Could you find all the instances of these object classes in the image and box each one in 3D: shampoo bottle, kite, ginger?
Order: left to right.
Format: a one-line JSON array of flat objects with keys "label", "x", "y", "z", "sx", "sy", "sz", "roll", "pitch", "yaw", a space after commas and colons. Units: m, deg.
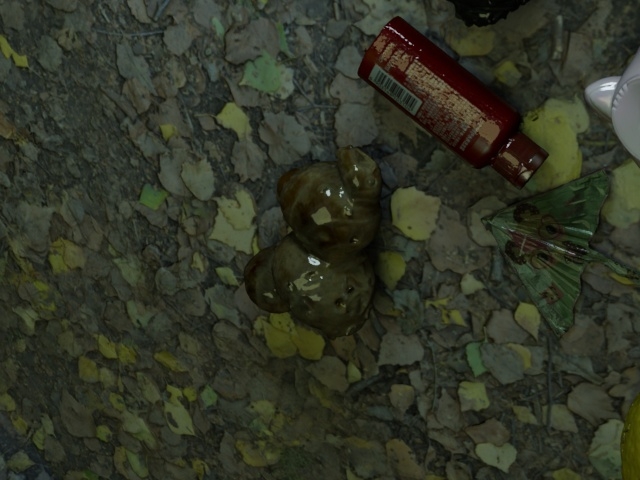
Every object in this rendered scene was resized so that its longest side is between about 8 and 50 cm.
[{"label": "ginger", "x": 0.000, "y": 0.000, "z": 1.755, "sx": 0.256, "sy": 0.176, "sz": 0.375, "roll": 41, "pitch": 131, "yaw": 29}, {"label": "shampoo bottle", "x": 0.201, "y": -0.201, "z": 1.573, "sx": 0.314, "sy": 0.076, "sz": 0.118, "roll": 40, "pitch": 125, "yaw": 9}, {"label": "kite", "x": 0.370, "y": 0.012, "z": 1.617, "sx": 0.268, "sy": 0.013, "sz": 0.323, "roll": 21, "pitch": 126, "yaw": 24}]

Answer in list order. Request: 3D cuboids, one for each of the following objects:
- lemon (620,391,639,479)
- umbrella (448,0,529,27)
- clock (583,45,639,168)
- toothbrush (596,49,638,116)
[{"label": "lemon", "x": 0.584, "y": 0.305, "z": 1.437, "sx": 0.336, "sy": 0.336, "sz": 0.336, "roll": 15, "pitch": 122, "yaw": 26}, {"label": "umbrella", "x": 0.177, "y": -0.414, "z": 1.351, "sx": 0.154, "sy": 0.336, "sz": 0.128, "roll": -46, "pitch": 50, "yaw": 4}, {"label": "clock", "x": 0.539, "y": -0.201, "z": 1.240, "sx": 0.368, "sy": 0.250, "sz": 0.377, "roll": 49, "pitch": 124, "yaw": 0}, {"label": "toothbrush", "x": 0.429, "y": -0.236, "z": 1.447, "sx": 0.014, "sy": 0.011, "sz": 0.167, "roll": 33, "pitch": 128, "yaw": 9}]
